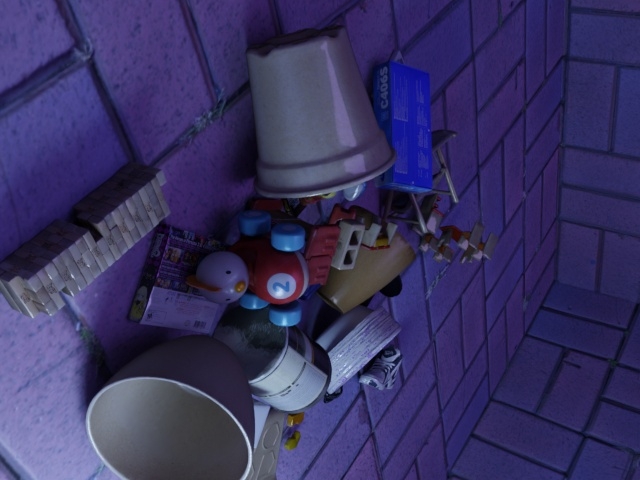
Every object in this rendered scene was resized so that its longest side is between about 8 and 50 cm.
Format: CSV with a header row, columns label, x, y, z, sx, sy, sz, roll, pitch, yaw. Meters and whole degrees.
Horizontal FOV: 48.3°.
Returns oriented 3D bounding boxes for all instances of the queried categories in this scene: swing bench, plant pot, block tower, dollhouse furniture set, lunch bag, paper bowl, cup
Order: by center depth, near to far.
label,x,y,z,sx,sy,sz,roll,pitch,yaw
block tower,-0.407,-0.006,1.264,0.335,0.091,0.097,-49,141,-34
cup,-0.272,0.329,1.463,0.237,0.331,0.331,-71,160,-58
plant pot,-0.024,-0.296,1.570,0.334,0.334,0.305,-38,122,-45
dollhouse furniture set,0.000,0.000,1.778,0.374,0.201,0.152,-4,114,-54
lunch bag,-0.047,0.108,1.909,0.098,0.067,0.065,-48,140,-34
plant pot,0.100,0.073,2.005,0.254,0.237,0.237,-51,144,-11
paper bowl,0.086,0.297,2.062,0.284,0.148,0.284,-42,171,-9
swing bench,0.312,-0.197,2.258,0.253,0.165,0.254,-36,127,-45
dollhouse furniture set,0.450,-0.036,2.483,0.259,0.262,0.135,34,70,-25

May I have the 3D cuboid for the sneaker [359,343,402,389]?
label,x,y,z,sx,sy,sz,roll,pitch,yaw
sneaker,0.212,0.425,2.442,0.235,0.094,0.153,24,82,-59

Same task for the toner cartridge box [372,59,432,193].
label,x,y,z,sx,sy,sz,roll,pitch,yaw
toner cartridge box,0.232,-0.315,2.014,0.165,0.075,0.347,6,81,-38

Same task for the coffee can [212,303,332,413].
label,x,y,z,sx,sy,sz,roll,pitch,yaw
coffee can,-0.115,0.293,1.755,0.201,0.201,0.275,-64,147,-16

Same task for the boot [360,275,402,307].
label,x,y,z,sx,sy,sz,roll,pitch,yaw
boot,0.155,0.146,2.219,0.207,0.094,0.246,-56,138,-33

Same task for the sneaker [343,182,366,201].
label,x,y,z,sx,sy,sz,roll,pitch,yaw
sneaker,0.091,-0.197,1.975,0.083,0.071,0.190,-18,128,-54

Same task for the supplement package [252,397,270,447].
label,x,y,z,sx,sy,sz,roll,pitch,yaw
supplement package,-0.227,0.396,1.646,0.105,0.179,0.105,29,79,-58

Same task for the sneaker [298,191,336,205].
label,x,y,z,sx,sy,sz,roll,pitch,yaw
sneaker,-0.014,-0.120,1.715,0.081,0.208,0.094,27,98,-15

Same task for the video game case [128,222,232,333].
label,x,y,z,sx,sy,sz,roll,pitch,yaw
video game case,-0.290,0.087,1.537,0.232,0.042,0.210,21,85,-59

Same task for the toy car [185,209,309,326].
label,x,y,z,sx,sy,sz,roll,pitch,yaw
toy car,-0.169,0.078,1.514,0.238,0.210,0.219,-19,120,-42

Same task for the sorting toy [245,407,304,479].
label,x,y,z,sx,sy,sz,roll,pitch,yaw
sorting toy,-0.154,0.581,1.989,0.307,0.041,0.229,-7,105,-57

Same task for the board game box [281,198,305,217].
label,x,y,z,sx,sy,sz,roll,pitch,yaw
board game box,-0.022,-0.186,1.855,0.259,0.030,0.136,-51,140,-32

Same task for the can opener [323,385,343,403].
label,x,y,z,sx,sy,sz,roll,pitch,yaw
can opener,0.061,0.429,2.253,0.059,0.073,0.186,45,54,-12

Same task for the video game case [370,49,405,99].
label,x,y,z,sx,sy,sz,roll,pitch,yaw
video game case,0.221,-0.439,2.132,0.173,0.022,0.190,-63,147,-18

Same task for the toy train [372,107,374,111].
label,x,y,z,sx,sy,sz,roll,pitch,yaw
toy train,0.113,-0.316,1.992,0.166,0.046,0.125,-64,147,-16
